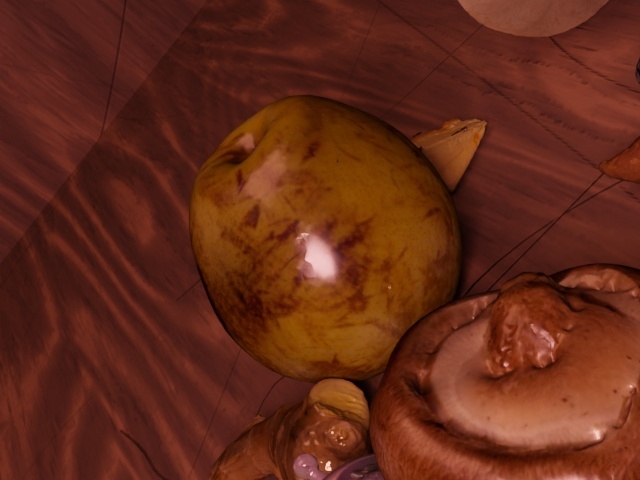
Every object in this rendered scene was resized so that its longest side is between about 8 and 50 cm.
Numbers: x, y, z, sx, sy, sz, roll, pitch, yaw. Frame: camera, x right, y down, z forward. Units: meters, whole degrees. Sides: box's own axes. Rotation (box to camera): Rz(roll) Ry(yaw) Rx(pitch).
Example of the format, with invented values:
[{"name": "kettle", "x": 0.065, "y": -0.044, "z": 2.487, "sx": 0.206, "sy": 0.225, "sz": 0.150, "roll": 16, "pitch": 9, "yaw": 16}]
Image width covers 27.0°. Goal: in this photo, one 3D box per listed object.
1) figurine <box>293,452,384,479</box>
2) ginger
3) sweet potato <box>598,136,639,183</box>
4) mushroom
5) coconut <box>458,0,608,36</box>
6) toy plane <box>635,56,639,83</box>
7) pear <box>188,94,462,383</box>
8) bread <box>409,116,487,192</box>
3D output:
[{"name": "figurine", "x": 0.069, "y": 0.259, "z": 0.981, "sx": 0.193, "sy": 0.133, "sz": 0.274, "roll": -35, "pitch": 32, "yaw": 12}, {"name": "ginger", "x": -0.031, "y": 0.214, "z": 1.295, "sx": 0.294, "sy": 0.086, "sz": 0.131, "roll": -30, "pitch": 54, "yaw": 58}, {"name": "sweet potato", "x": 0.354, "y": -0.119, "z": 1.082, "sx": 0.072, "sy": 0.066, "sz": 0.314, "roll": -22, "pitch": -7, "yaw": -45}, {"name": "mushroom", "x": 0.162, "y": 0.120, "z": 0.944, "sx": 0.253, "sy": 0.153, "sz": 0.253, "roll": -15, "pitch": 38, "yaw": 12}, {"name": "coconut", "x": 0.228, "y": -0.326, "z": 1.432, "sx": 0.202, "sy": 0.202, "sz": 0.222, "roll": -41, "pitch": 24, "yaw": 24}, {"name": "toy plane", "x": 0.338, "y": -0.210, "z": 1.142, "sx": 0.246, "sy": 0.078, "sz": 0.169, "roll": -47, "pitch": -19, "yaw": -55}, {"name": "pear", "x": 0.000, "y": 0.000, "z": 1.301, "sx": 0.283, "sy": 0.283, "sz": 0.284, "roll": -40, "pitch": 26, "yaw": 25}, {"name": "bread", "x": 0.124, "y": -0.109, "z": 1.458, "sx": 0.084, "sy": 0.080, "sz": 0.109, "roll": 2, "pitch": 60, "yaw": 59}]
